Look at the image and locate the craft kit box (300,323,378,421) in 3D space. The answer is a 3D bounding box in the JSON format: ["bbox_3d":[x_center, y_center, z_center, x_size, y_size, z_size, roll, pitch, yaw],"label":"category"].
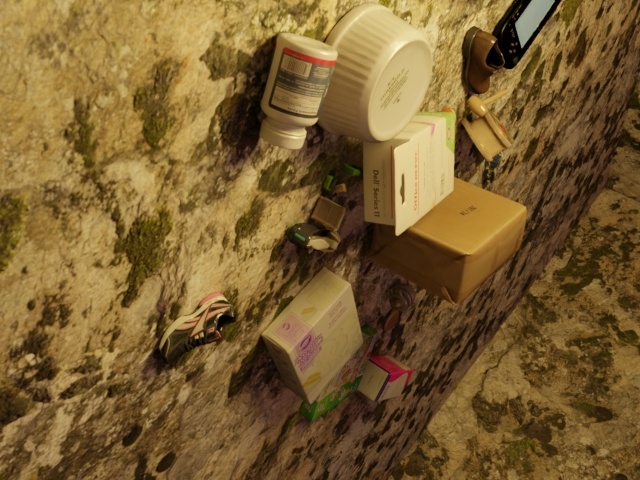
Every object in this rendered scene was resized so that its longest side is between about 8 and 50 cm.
[{"bbox_3d":[0.059,0.401,2.051,0.247,0.061,0.250,-17,132,-48],"label":"craft kit box"}]

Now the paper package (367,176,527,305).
[{"bbox_3d":[0.339,-0.021,1.806,0.325,0.309,0.168,-33,139,-40],"label":"paper package"}]

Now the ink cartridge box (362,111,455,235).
[{"bbox_3d":[0.193,-0.162,1.530,0.353,0.119,0.207,-35,128,-53],"label":"ink cartridge box"}]

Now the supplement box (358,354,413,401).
[{"bbox_3d":[0.216,0.472,2.312,0.220,0.114,0.111,14,105,-60],"label":"supplement box"}]

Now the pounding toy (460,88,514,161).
[{"bbox_3d":[0.505,-0.319,1.893,0.155,0.154,0.269,-37,160,22],"label":"pounding toy"}]

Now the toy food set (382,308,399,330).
[{"bbox_3d":[0.233,0.264,2.229,0.082,0.020,0.083,-42,149,-28],"label":"toy food set"}]

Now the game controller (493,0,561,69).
[{"bbox_3d":[0.582,-0.632,1.851,0.319,0.067,0.166,-55,152,-8],"label":"game controller"}]

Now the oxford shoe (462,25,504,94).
[{"bbox_3d":[0.431,-0.452,1.756,0.083,0.096,0.227,-54,154,-12],"label":"oxford shoe"}]

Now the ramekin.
[{"bbox_3d":[0.112,-0.319,1.337,0.273,0.127,0.273,-39,147,-32],"label":"ramekin"}]

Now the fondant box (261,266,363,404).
[{"bbox_3d":[-0.010,0.257,1.750,0.238,0.096,0.330,-47,149,-21],"label":"fondant box"}]

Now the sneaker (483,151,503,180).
[{"bbox_3d":[0.582,-0.267,2.244,0.058,0.052,0.135,-51,160,-35],"label":"sneaker"}]

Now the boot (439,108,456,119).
[{"bbox_3d":[0.294,-0.291,1.738,0.158,0.059,0.084,-53,147,-8],"label":"boot"}]

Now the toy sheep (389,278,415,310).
[{"bbox_3d":[0.259,0.173,2.115,0.132,0.091,0.091,-39,147,-42],"label":"toy sheep"}]

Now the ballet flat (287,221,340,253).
[{"bbox_3d":[0.000,0.000,1.536,0.203,0.074,0.074,7,112,-60],"label":"ballet flat"}]

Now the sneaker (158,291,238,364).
[{"bbox_3d":[-0.237,0.179,1.323,0.178,0.077,0.072,-46,148,-22],"label":"sneaker"}]

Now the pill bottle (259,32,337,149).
[{"bbox_3d":[-0.046,-0.257,1.165,0.108,0.108,0.180,-16,132,-52],"label":"pill bottle"}]

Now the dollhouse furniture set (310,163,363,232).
[{"bbox_3d":[0.044,-0.098,1.504,0.058,0.076,0.151,-1,118,-60],"label":"dollhouse furniture set"}]
